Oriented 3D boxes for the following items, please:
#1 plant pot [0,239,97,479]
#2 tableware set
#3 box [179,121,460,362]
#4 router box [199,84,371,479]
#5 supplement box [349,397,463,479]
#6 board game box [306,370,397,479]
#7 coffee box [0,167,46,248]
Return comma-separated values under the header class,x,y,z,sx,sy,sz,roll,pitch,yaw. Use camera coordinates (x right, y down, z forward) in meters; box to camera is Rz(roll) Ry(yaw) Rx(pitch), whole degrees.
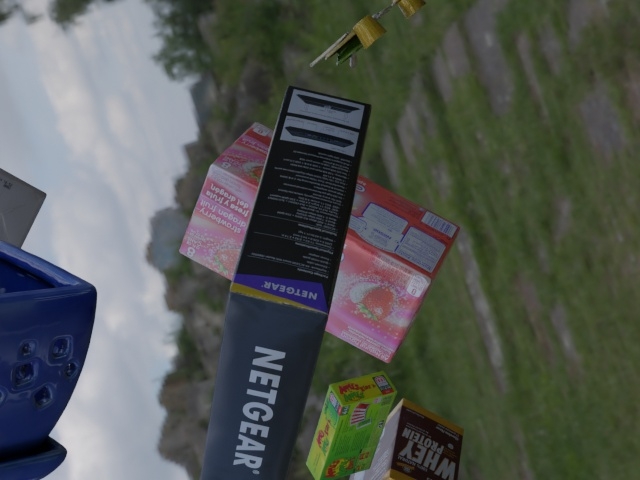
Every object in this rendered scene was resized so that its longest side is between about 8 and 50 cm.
class,x,y,z,sx,sy,sz,roll,pitch,yaw
plant pot,-0.375,0.124,1.197,0.236,0.236,0.212,21,109,45
tableware set,0.059,-0.185,1.034,0.024,0.104,0.154,51,-146,-3
box,0.000,0.000,1.543,0.142,0.300,0.154,-66,-6,31
router box,-0.035,0.059,1.102,0.309,0.081,0.243,103,179,-47
supplement box,0.144,0.426,2.201,0.191,0.129,0.194,-55,11,37
board game box,0.044,0.276,1.829,0.043,0.092,0.181,56,145,38
coffee box,-0.563,-0.080,1.813,0.297,0.119,0.168,18,170,43
